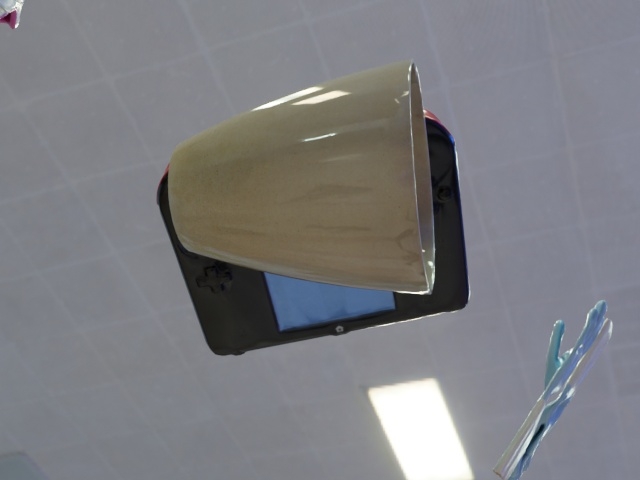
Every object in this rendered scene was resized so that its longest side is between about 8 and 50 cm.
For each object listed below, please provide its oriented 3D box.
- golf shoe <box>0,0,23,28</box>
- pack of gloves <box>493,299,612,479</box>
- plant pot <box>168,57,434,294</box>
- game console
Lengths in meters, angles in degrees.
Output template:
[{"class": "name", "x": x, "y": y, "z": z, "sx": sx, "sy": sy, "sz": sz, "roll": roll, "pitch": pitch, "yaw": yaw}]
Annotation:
[{"class": "golf shoe", "x": -0.442, "y": -0.319, "z": 1.111, "sx": 0.115, "sy": 0.306, "sz": 0.140, "roll": 16, "pitch": -73, "yaw": 10}, {"class": "pack of gloves", "x": 0.260, "y": 0.172, "z": 1.050, "sx": 0.046, "sy": 0.232, "sz": 0.195, "roll": 31, "pitch": -9, "yaw": 23}, {"class": "plant pot", "x": -0.020, "y": -0.058, "z": 1.014, "sx": 0.273, "sy": 0.257, "sz": 0.257, "roll": -5, "pitch": -47, "yaw": 10}, {"class": "game console", "x": 0.000, "y": 0.000, "z": 1.222, "sx": 0.386, "sy": 0.060, "sz": 0.342, "roll": -11, "pitch": -57, "yaw": 2}]
